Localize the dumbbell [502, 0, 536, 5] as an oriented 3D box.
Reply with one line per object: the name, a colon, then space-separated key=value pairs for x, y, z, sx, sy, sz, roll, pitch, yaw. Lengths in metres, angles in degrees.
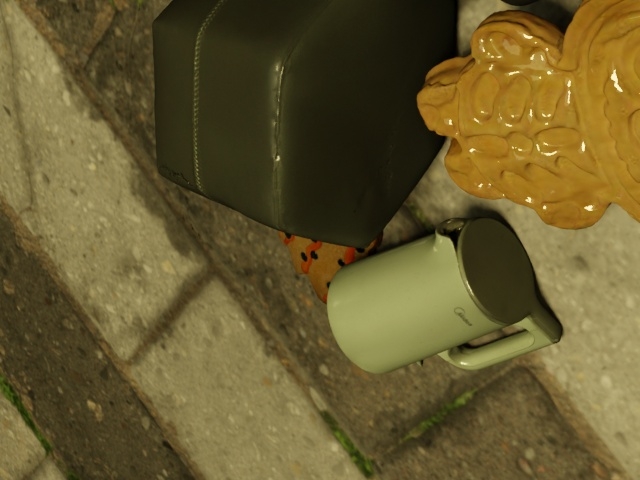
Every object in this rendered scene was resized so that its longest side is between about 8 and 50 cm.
dumbbell: x=0.182 y=-0.220 z=0.688 sx=0.191 sy=0.100 sz=0.100 roll=-15 pitch=100 yaw=44

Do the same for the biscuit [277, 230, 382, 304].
biscuit: x=0.000 y=0.000 z=1.017 sx=0.130 sy=0.019 sz=0.119 roll=44 pitch=133 yaw=17

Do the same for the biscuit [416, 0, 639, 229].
biscuit: x=0.195 y=-0.081 z=0.740 sx=0.288 sy=0.044 sz=0.202 roll=0 pitch=130 yaw=33

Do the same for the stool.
stool: x=-0.009 y=-0.114 z=0.833 sx=0.141 sy=0.232 sz=0.232 roll=23 pitch=124 yaw=35

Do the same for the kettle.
kettle: x=0.094 y=0.055 z=0.907 sx=0.148 sy=0.098 sz=0.127 roll=-24 pitch=88 yaw=42
